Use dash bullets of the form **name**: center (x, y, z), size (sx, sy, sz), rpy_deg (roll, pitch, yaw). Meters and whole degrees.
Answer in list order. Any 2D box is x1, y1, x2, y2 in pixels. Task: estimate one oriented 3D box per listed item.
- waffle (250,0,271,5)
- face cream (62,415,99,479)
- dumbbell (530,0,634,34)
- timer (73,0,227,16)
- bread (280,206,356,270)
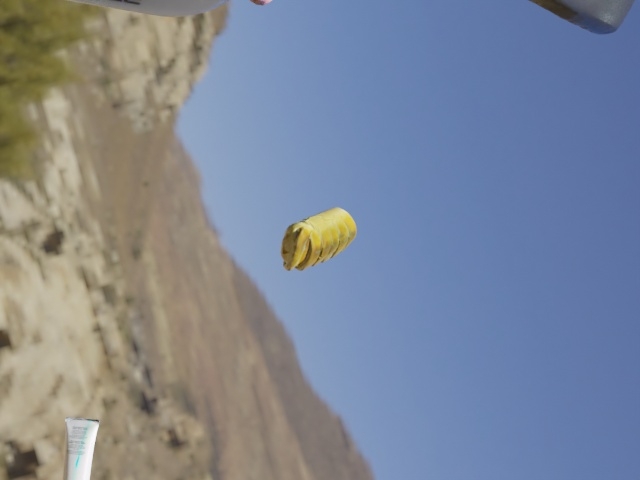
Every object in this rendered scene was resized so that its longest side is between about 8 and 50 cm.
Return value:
- **waffle**: center (-0.150, -0.368, 1.876), size (0.234, 0.055, 0.221), rpy_deg (30, 18, -48)
- **face cream**: center (-0.243, 0.233, 1.579), size (0.020, 0.038, 0.115), rpy_deg (22, 71, -71)
- **dumbbell**: center (0.223, -0.345, 1.257), size (0.322, 0.203, 0.204), rpy_deg (-61, -158, 11)
- **timer**: center (-0.164, -0.309, 1.360), size (0.237, 0.262, 0.087), rpy_deg (120, -31, -43)
- **bread**: center (0.000, 0.000, 1.428), size (0.033, 0.088, 0.049), rpy_deg (31, -57, 32)
